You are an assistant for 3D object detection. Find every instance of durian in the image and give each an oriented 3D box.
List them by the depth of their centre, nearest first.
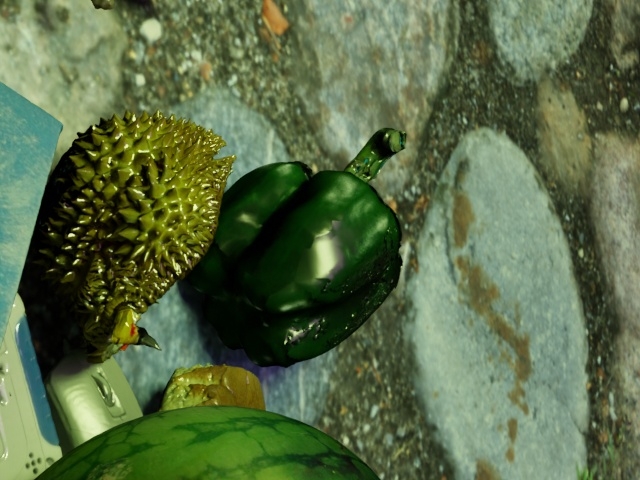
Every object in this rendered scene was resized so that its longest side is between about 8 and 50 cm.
[{"bbox_3d":[-0.168,-0.005,1.373,0.138,0.193,0.237,31,29,-13],"label":"durian"}]

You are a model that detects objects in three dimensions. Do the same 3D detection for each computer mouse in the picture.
[{"bbox_3d":[-0.178,0.166,1.402,0.089,0.056,0.181,-17,94,-57],"label":"computer mouse"}]

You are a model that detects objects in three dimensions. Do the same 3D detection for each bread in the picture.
[{"bbox_3d":[-0.090,0.171,1.468,0.128,0.069,0.140,-73,150,-57],"label":"bread"}]

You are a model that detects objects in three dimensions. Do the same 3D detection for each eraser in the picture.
[{"bbox_3d":[-0.283,-0.013,1.241,0.144,0.042,0.312,33,38,-24],"label":"eraser"}]

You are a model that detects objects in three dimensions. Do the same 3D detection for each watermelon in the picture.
[{"bbox_3d":[-0.092,0.289,1.247,0.363,0.363,0.363,18,66,-49],"label":"watermelon"}]

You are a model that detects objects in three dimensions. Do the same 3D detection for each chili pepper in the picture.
[{"bbox_3d":[0.000,0.000,1.576,0.261,0.174,0.165,-42,122,-39],"label":"chili pepper"}]

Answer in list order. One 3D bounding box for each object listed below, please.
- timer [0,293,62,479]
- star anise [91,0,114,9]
[{"bbox_3d":[-0.300,0.136,1.235,0.253,0.078,0.178,-21,98,-53],"label":"timer"},{"bbox_3d":[-0.181,-0.288,1.495,0.209,0.089,0.231,55,36,-10],"label":"star anise"}]
